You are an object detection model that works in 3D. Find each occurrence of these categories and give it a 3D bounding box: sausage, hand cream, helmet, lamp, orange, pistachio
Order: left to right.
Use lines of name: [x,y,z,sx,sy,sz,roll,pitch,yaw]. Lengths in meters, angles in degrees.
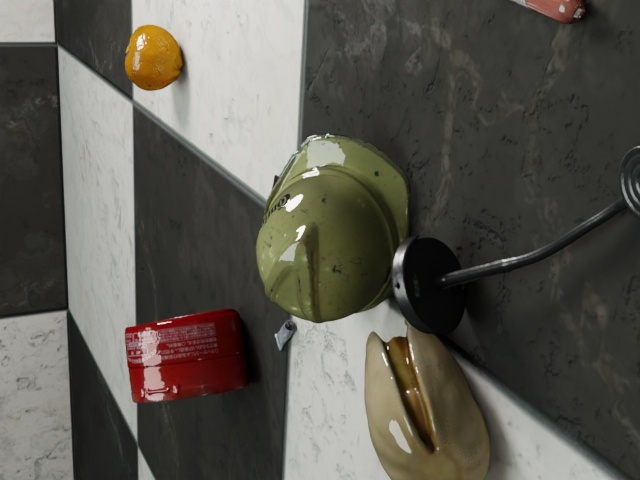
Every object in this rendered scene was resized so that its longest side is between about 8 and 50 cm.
orange: [-0.344,-0.374,1.869,0.135,0.117,0.135,-43,37,45]
hand cream: [-0.249,0.213,1.678,0.230,0.230,0.149,-15,84,65]
hand cream: [-0.058,0.155,1.508,0.093,0.019,0.030,121,135,-62]
helmet: [-0.004,0.009,1.127,0.204,0.137,0.257,22,122,19]
pistachio: [0.114,0.195,1.026,0.152,0.126,0.223,55,-167,-61]
sausage: [0.183,-0.250,0.880,0.223,0.029,0.029,49,138,51]
lamp: [0.183,0.014,0.852,0.371,0.108,0.130,-23,79,63]

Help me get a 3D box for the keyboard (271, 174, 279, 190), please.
keyboard: [-0.077,-0.032,1.503,0.053,0.010,0.155,-125,37,-48]
